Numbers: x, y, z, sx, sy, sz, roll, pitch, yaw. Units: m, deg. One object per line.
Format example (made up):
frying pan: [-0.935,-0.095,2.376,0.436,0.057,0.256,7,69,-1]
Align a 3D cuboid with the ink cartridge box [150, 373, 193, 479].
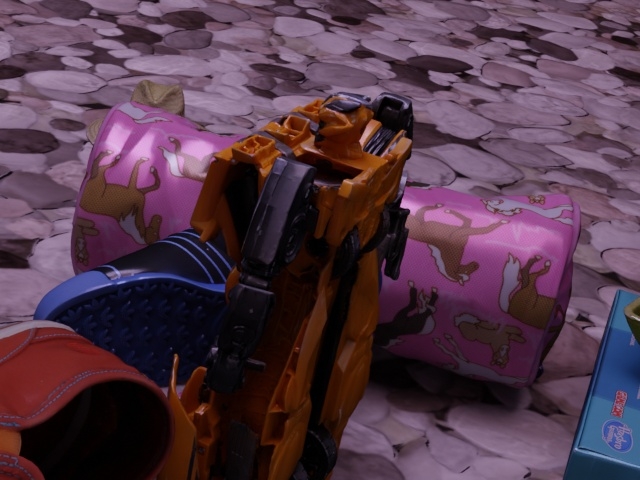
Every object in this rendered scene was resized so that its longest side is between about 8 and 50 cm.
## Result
ink cartridge box: [-0.127,0.105,0.837,0.115,0.067,0.198,22,29,21]

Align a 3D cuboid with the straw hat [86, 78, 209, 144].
straw hat: [-0.167,-0.132,1.326,0.144,0.061,0.144,10,25,-5]

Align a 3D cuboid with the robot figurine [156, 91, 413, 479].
robot figurine: [-0.023,0.051,0.730,0.085,0.291,0.211,20,26,17]

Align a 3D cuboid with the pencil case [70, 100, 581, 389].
pencil case: [0.000,0.000,1.007,0.386,0.167,0.160,13,59,3]

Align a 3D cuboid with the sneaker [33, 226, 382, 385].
sneaker: [-0.078,0.030,0.836,0.232,0.081,0.090,-7,29,-29]

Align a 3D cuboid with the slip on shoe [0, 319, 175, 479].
slip on shoe: [-0.165,0.114,0.544,0.101,0.123,0.331,15,16,19]

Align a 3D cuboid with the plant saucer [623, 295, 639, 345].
plant saucer: [0.327,0.078,0.915,0.188,0.045,0.188,26,30,29]

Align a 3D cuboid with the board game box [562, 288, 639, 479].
board game box: [0.344,0.163,0.893,0.336,0.079,0.254,17,26,13]
